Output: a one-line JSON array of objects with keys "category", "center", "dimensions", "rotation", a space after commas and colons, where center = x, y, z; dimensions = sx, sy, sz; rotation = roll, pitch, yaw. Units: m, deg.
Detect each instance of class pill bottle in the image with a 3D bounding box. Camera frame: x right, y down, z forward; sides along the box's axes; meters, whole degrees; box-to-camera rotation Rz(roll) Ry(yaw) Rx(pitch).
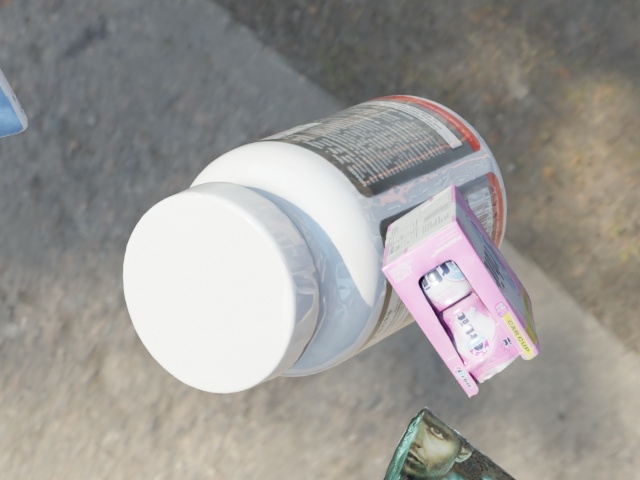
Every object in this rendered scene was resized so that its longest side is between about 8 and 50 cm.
[{"category": "pill bottle", "center": [0.000, 0.000, 1.674], "dimensions": [0.210, 0.210, 0.363], "rotation": [55, 34, 8]}]

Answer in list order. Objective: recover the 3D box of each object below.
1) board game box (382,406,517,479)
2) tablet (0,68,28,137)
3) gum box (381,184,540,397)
[{"category": "board game box", "center": [0.111, 0.195, 1.102], "dimensions": [0.186, 0.026, 0.126], "rotation": [39, 34, -8]}, {"category": "tablet", "center": [-0.141, -0.040, 0.607], "dimensions": [0.083, 0.054, 0.006], "rotation": [-14, 61, 2]}, {"category": "gum box", "center": [0.100, 0.032, 1.331], "dimensions": [0.062, 0.188, 0.107], "rotation": [-33, 96, 9]}]
